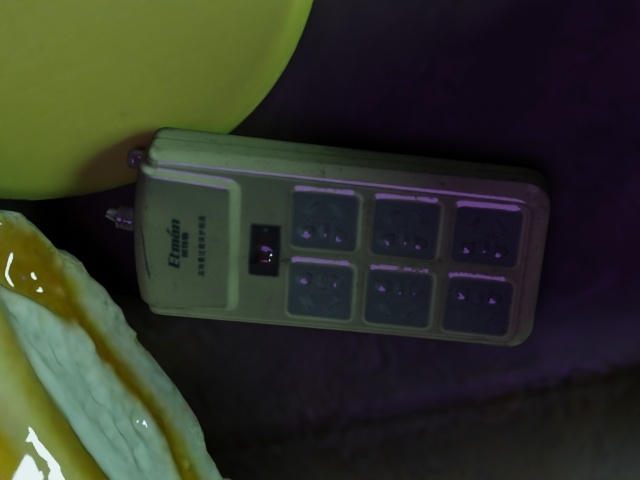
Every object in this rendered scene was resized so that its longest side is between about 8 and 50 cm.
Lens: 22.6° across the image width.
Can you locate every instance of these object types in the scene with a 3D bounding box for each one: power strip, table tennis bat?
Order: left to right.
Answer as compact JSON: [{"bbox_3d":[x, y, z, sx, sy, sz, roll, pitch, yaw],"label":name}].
[{"bbox_3d":[-0.173,-0.096,0.607,0.369,0.054,0.224,-20,114,18],"label":"table tennis bat"},{"bbox_3d":[0.000,0.000,0.608,0.169,0.028,0.076,5,123,4],"label":"power strip"}]

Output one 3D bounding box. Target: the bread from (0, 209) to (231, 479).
[{"bbox_3d":[-0.204,0.163,0.642,0.341,0.210,0.300,-19,110,25],"label":"bread"}]
